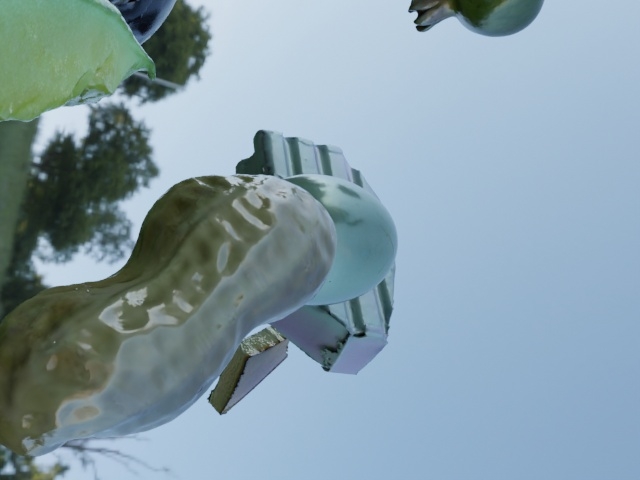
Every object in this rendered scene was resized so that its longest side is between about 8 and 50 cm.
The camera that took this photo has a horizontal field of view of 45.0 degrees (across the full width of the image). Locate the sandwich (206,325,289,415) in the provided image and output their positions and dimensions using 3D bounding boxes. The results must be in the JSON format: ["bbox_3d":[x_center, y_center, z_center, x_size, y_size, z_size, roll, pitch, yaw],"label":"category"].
[{"bbox_3d":[-0.139,0.263,1.608,0.058,0.162,0.193,44,-51,22],"label":"sandwich"}]

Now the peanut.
[{"bbox_3d":[-0.104,0.040,0.553,0.120,0.298,0.136,-14,-70,50],"label":"peanut"}]

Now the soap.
[{"bbox_3d":[-0.004,0.017,1.450,0.156,0.261,0.446,-49,-139,41],"label":"soap"}]

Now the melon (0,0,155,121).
[{"bbox_3d":[-0.221,-0.089,0.411,0.196,0.323,0.124,-1,-61,29],"label":"melon"}]

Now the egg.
[{"bbox_3d":[0.000,0.000,0.994,0.168,0.231,0.168,-9,-102,49],"label":"egg"}]

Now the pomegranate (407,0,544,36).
[{"bbox_3d":[0.250,-0.393,1.195,0.210,0.179,0.179,-39,-146,-16],"label":"pomegranate"}]

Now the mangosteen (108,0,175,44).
[{"bbox_3d":[-0.345,-0.392,0.949,0.381,0.381,0.421,-61,-172,22],"label":"mangosteen"}]
